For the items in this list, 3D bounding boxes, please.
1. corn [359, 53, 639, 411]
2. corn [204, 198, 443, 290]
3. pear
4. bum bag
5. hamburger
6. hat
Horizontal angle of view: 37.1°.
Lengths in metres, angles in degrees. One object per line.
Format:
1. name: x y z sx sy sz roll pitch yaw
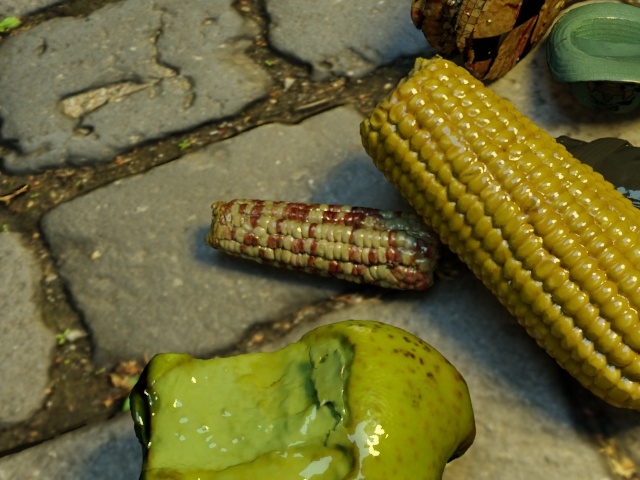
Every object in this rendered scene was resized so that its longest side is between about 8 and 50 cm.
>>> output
1. corn: 0.182 -0.009 0.806 0.144 0.144 0.387 -40 73 -18
2. corn: 0.000 0.000 0.911 0.237 0.079 0.079 7 56 16
3. pear: 0.000 0.183 0.726 0.256 0.164 0.238 -13 51 0
4. bum bag: 0.264 -0.046 0.904 0.248 0.060 0.123 14 59 22
5. hamburger: 0.202 -0.279 0.995 0.231 0.231 0.107 -37 67 -16
6. hat: 0.301 -0.177 0.987 0.138 0.077 0.191 10 38 8
